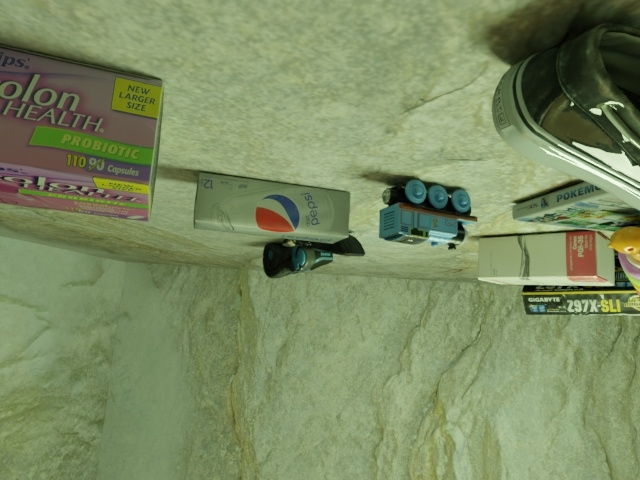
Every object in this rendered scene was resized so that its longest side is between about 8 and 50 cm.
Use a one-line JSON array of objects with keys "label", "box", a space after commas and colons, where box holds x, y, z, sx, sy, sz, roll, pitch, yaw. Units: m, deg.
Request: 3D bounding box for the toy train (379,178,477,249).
[{"label": "toy train", "box": [0.187, -0.041, 0.790, 0.184, 0.105, 0.080, 8, 170, -24]}]

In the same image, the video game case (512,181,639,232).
[{"label": "video game case", "box": [0.557, -0.058, 0.753, 0.329, 0.036, 0.300, 5, 171, -13]}]

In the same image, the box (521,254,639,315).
[{"label": "box", "box": [0.764, 0.122, 1.282, 0.322, 0.079, 0.257, -6, -162, 36]}]

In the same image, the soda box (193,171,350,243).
[{"label": "soda box", "box": [-0.092, -0.056, 0.862, 0.287, 0.091, 0.098, 6, 170, -16]}]

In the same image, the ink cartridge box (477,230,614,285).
[{"label": "ink cartridge box", "box": [0.586, 0.054, 1.184, 0.283, 0.117, 0.207, -4, 169, 42]}]

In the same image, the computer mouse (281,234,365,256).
[{"label": "computer mouse", "box": [0.000, 0.000, 1.311, 0.184, 0.060, 0.262, 4, -176, -30]}]

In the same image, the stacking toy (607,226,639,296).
[{"label": "stacking toy", "box": [0.600, 0.034, 0.801, 0.302, 0.165, 0.175, 21, 148, -29]}]

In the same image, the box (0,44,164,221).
[{"label": "box", "box": [-0.307, -0.109, 0.539, 0.214, 0.117, 0.243, 7, 170, -20]}]

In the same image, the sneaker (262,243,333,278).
[{"label": "sneaker", "box": [-0.092, 0.070, 1.579, 0.140, 0.124, 0.341, -1, 179, -34]}]

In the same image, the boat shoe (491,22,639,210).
[{"label": "boat shoe", "box": [0.317, -0.086, 0.387, 0.336, 0.120, 0.119, 9, 175, -16]}]
